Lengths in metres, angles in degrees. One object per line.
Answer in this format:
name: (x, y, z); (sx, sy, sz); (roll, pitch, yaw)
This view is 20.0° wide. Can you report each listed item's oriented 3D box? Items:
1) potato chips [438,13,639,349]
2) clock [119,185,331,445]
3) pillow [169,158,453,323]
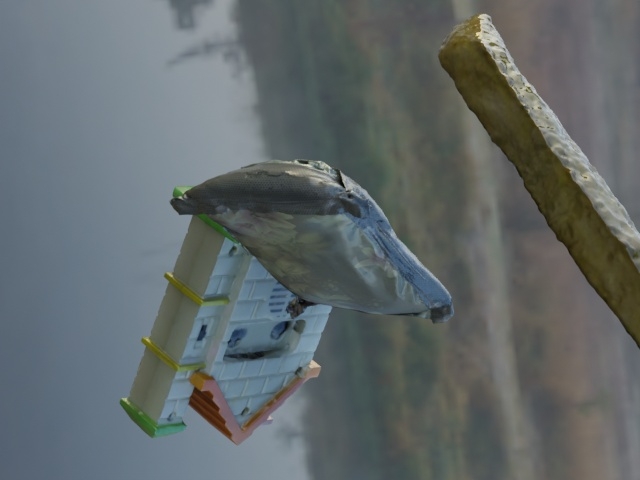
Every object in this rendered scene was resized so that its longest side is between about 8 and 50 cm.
potato chips: (0.206, -0.043, 1.504); (0.080, 0.057, 0.407); (8, 44, -54)
clock: (-0.081, 0.077, 1.863); (0.220, 0.106, 0.255); (-1, 120, -48)
pillow: (0.000, 0.000, 1.469); (0.255, 0.169, 0.059); (47, 45, -56)
